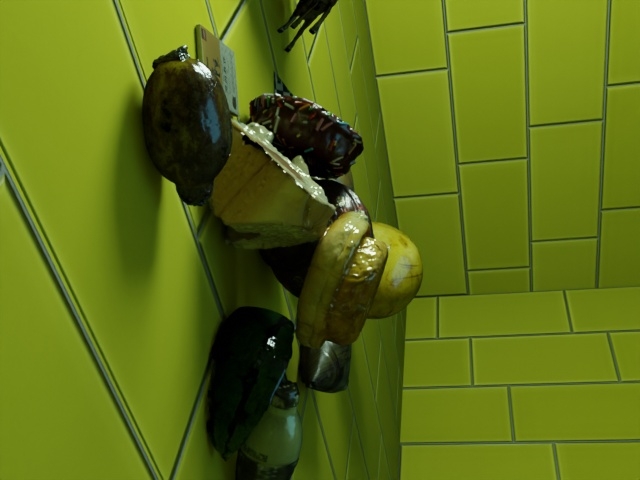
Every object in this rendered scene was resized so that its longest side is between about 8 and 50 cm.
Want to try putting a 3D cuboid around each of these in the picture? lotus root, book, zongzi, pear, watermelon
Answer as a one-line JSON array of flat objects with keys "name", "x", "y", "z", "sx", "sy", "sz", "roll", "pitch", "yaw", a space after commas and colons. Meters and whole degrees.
[{"name": "lotus root", "x": -0.171, "y": -0.146, "z": 0.997, "sx": 0.120, "sy": 0.120, "sz": 0.209, "roll": -52, "pitch": 136, "yaw": -73}, {"name": "book", "x": -0.171, "y": -0.280, "z": 1.280, "sx": 0.172, "sy": 0.012, "sz": 0.118, "roll": 4, "pitch": 81, "yaw": -78}, {"name": "zongzi", "x": 0.003, "y": 0.226, "z": 1.702, "sx": 0.242, "sy": 0.112, "sz": 0.220, "roll": 43, "pitch": 46, "yaw": -72}, {"name": "pear", "x": 0.148, "y": 0.087, "z": 2.105, "sx": 0.281, "sy": 0.281, "sz": 0.280, "roll": -4, "pitch": 90, "yaw": -78}, {"name": "watermelon", "x": -0.113, "y": 0.199, "z": 1.220, "sx": 0.301, "sy": 0.123, "sz": 0.129, "roll": -77, "pitch": -179, "yaw": -49}]

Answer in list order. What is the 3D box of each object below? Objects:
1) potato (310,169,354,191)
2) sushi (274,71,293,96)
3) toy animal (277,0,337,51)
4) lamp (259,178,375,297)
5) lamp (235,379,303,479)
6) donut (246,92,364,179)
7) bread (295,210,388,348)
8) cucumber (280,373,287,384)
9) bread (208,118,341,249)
[{"name": "potato", "x": 0.020, "y": -0.103, "z": 1.713, "sx": 0.299, "sy": 0.116, "sz": 0.239, "roll": -49, "pitch": 148, "yaw": -64}, {"name": "sushi", "x": -0.028, "y": -0.198, "z": 1.796, "sx": 0.339, "sy": 0.069, "sz": 0.320, "roll": 35, "pitch": 52, "yaw": -75}, {"name": "toy animal", "x": -0.011, "y": -0.558, "z": 1.770, "sx": 0.087, "sy": 0.243, "sz": 0.260, "roll": 42, "pitch": 67, "yaw": -33}, {"name": "lamp", "x": 0.000, "y": 0.000, "z": 1.490, "sx": 0.247, "sy": 0.247, "sz": 0.246, "roll": -4, "pitch": 90, "yaw": -78}, {"name": "lamp", "x": -0.082, "y": 0.339, "z": 1.218, "sx": 0.101, "sy": 0.101, "sz": 0.250, "roll": -51, "pitch": 155, "yaw": -73}, {"name": "donut", "x": -0.037, "y": -0.188, "z": 1.423, "sx": 0.089, "sy": 0.235, "sz": 0.235, "roll": -67, "pitch": 163, "yaw": -8}, {"name": "bread", "x": 0.035, "y": 0.073, "z": 1.293, "sx": 0.198, "sy": 0.120, "sz": 0.236, "roll": -47, "pitch": 155, "yaw": -67}, {"name": "cucumber", "x": -0.083, "y": 0.277, "z": 1.437, "sx": 0.048, "sy": 0.048, "sz": 0.105, "roll": -80, "pitch": 164, "yaw": -49}, {"name": "bread", "x": -0.067, "y": -0.098, "z": 1.232, "sx": 0.184, "sy": 0.211, "sz": 0.224, "roll": 19, "pitch": 73, "yaw": -70}]
